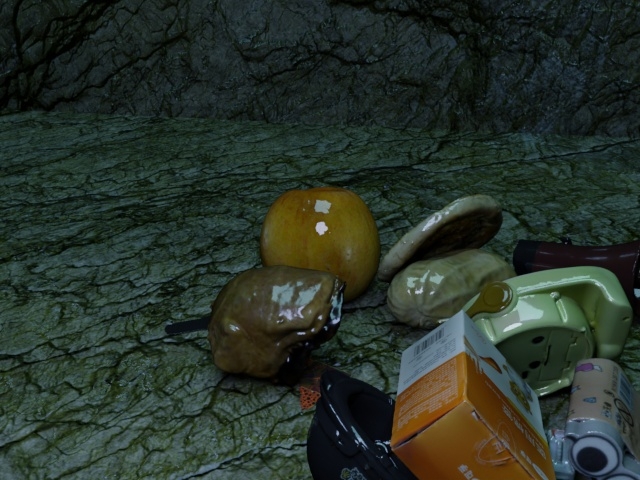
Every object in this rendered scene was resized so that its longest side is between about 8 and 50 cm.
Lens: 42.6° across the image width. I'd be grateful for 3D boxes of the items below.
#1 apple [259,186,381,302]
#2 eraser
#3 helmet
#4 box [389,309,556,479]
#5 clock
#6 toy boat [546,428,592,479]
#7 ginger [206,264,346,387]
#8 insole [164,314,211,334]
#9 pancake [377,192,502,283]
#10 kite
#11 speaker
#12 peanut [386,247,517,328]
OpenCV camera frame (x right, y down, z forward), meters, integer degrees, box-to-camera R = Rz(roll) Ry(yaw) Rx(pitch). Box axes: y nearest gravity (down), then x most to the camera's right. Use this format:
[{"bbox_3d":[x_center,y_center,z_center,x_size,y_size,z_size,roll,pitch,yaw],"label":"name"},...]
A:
[{"bbox_3d":[0.000,0.000,1.929,0.299,0.275,0.299,-3,21,1],"label":"apple"},{"bbox_3d":[0.480,0.312,1.356,0.087,0.171,0.290,-37,0,25],"label":"eraser"},{"bbox_3d":[0.068,0.345,1.281,0.279,0.160,0.230,38,17,-3],"label":"helmet"},{"bbox_3d":[0.240,0.287,1.302,0.143,0.225,0.341,-39,8,18],"label":"box"},{"bbox_3d":[0.386,0.190,1.538,0.349,0.286,0.117,-7,45,-3],"label":"clock"},{"bbox_3d":[0.378,0.388,1.295,0.114,0.115,0.262,4,26,7],"label":"toy boat"},{"bbox_3d":[-0.099,0.145,1.620,0.223,0.269,0.200,25,27,-12],"label":"ginger"},{"bbox_3d":[-0.255,0.184,1.839,0.189,0.004,0.064,-10,27,-19],"label":"insole"},{"bbox_3d":[0.278,0.008,1.910,0.356,0.356,0.065,-15,69,-29],"label":"pancake"},{"bbox_3d":[0.006,0.276,1.654,0.125,0.008,0.222,-2,26,-10],"label":"kite"},{"bbox_3d":[0.604,0.104,1.922,0.330,0.198,0.259,1,61,36],"label":"speaker"},{"bbox_3d":[0.298,0.101,1.841,0.340,0.158,0.174,-21,18,-34],"label":"peanut"}]
